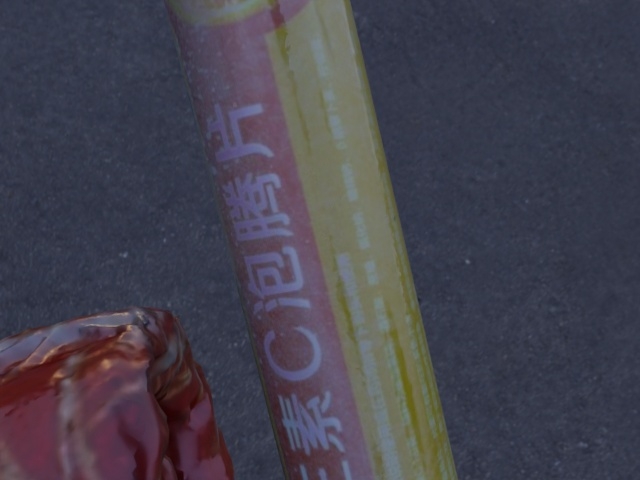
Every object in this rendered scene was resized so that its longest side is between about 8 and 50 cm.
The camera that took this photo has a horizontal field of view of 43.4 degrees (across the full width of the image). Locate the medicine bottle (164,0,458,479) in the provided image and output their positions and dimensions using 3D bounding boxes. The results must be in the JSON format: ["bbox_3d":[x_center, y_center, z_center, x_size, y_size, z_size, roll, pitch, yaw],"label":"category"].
[{"bbox_3d":[0.000,0.000,0.415,0.108,0.108,0.426,-18,97,-33],"label":"medicine bottle"}]

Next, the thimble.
[{"bbox_3d":[-0.185,0.239,0.639,0.231,0.350,0.350,-17,60,-4],"label":"thimble"}]
